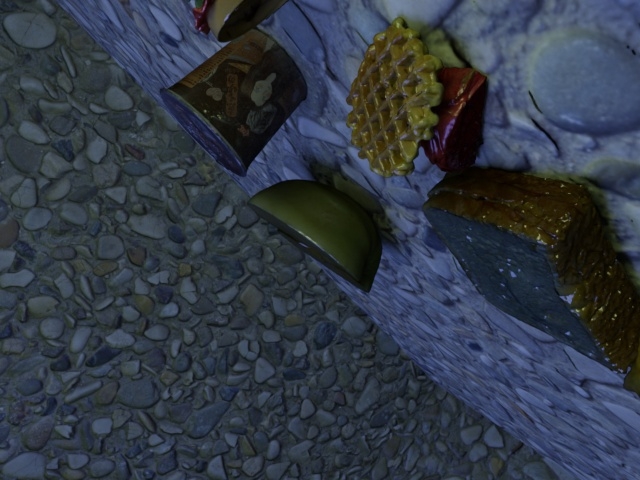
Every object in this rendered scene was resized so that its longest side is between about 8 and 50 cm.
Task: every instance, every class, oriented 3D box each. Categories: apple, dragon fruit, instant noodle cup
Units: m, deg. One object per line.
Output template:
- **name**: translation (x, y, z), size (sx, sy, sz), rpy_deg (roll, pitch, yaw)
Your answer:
- **apple**: translation (0.000, 0.000, 1.166), size (0.360, 0.320, 0.311), rpy_deg (30, 126, 30)
- **dragon fruit**: translation (0.144, -0.148, 0.561), size (0.106, 0.083, 0.162), rpy_deg (42, 174, 28)
- **instant noodle cup**: translation (-0.155, -0.267, 0.838), size (0.217, 0.207, 0.217), rpy_deg (40, 170, 9)

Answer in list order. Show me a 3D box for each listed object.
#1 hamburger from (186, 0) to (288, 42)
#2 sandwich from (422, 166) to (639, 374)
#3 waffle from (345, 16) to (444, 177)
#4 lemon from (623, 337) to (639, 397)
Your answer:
- **hamburger**: translation (-0.108, -0.335, 0.515), size (0.137, 0.175, 0.175), rpy_deg (52, 168, -11)
- **sandwich**: translation (0.298, 0.029, 0.643), size (0.301, 0.099, 0.271), rpy_deg (47, 170, -27)
- **waffle**: translation (0.084, -0.166, 0.541), size (0.191, 0.038, 0.191), rpy_deg (171, 90, -67)
- **lemon**: translation (0.354, 0.081, 0.263), size (0.253, 0.228, 0.228), rpy_deg (25, 160, 45)
